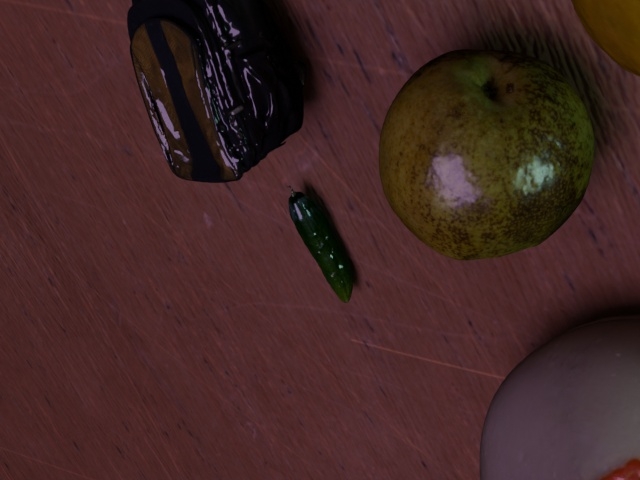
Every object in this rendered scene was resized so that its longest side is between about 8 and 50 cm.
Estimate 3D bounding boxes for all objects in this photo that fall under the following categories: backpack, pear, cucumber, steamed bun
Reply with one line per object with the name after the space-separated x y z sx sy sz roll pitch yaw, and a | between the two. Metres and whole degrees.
-0.121 -0.201 1.249 0.206 0.133 0.258 1 119 49 | backpack
0.147 -0.087 1.073 0.197 0.197 0.197 22 136 23 | pear
0.000 0.000 1.383 0.039 0.039 0.168 -5 122 42 | cucumber
0.326 0.266 1.195 0.374 0.241 0.375 19 132 23 | steamed bun

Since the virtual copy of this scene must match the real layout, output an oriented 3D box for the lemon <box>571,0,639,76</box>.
0.272 -0.235 0.808 0.236 0.236 0.263 33 149 12 | lemon
